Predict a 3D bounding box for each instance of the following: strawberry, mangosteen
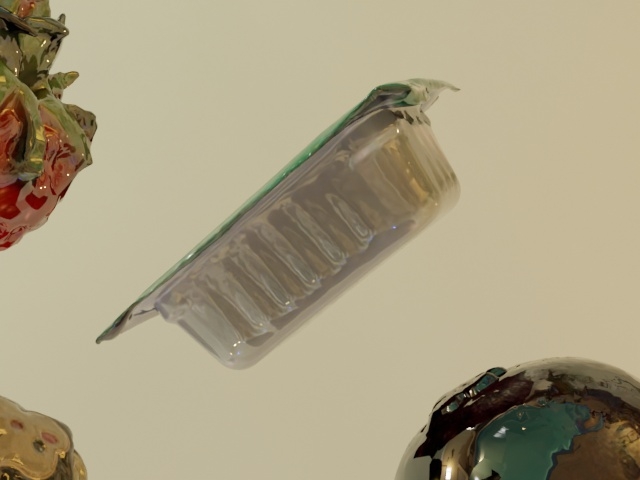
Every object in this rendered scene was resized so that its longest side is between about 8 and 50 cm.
[{"bbox_3d":[-0.179,-0.056,0.380,0.148,0.131,0.131,-4,-125,11],"label":"strawberry"},{"bbox_3d":[0.171,0.207,0.570,0.228,0.228,0.265,-33,-98,-20],"label":"mangosteen"}]

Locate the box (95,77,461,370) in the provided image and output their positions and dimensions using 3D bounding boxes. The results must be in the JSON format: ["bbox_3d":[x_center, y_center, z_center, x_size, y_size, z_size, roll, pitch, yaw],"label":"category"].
[{"bbox_3d":[0.000,0.000,0.764,0.337,0.264,0.106,-41,-96,20],"label":"box"}]

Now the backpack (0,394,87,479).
[{"bbox_3d":[-0.369,0.269,0.914,0.229,0.139,0.229,34,-143,-30],"label":"backpack"}]
